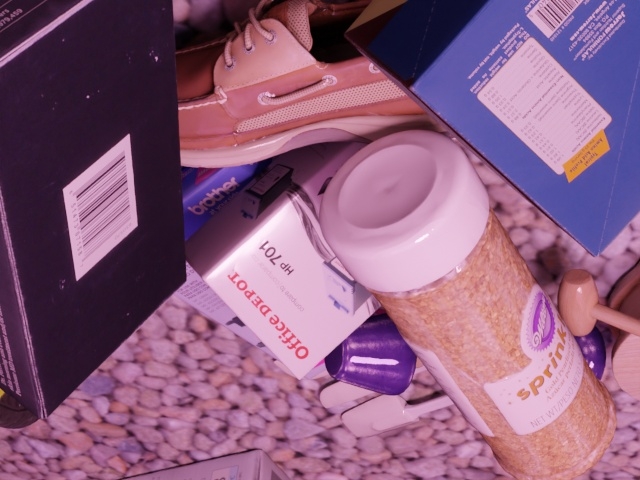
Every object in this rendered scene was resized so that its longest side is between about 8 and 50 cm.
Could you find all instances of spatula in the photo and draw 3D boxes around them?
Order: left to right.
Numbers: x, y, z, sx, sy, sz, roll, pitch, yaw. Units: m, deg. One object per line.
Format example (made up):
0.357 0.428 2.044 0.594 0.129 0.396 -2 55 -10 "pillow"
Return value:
0.094 0.136 1.360 0.242 0.019 0.168 -24 124 29 "spatula"

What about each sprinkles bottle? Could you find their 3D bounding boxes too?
0.130 0.066 1.050 0.121 0.121 0.355 -15 136 24 "sprinkles bottle"

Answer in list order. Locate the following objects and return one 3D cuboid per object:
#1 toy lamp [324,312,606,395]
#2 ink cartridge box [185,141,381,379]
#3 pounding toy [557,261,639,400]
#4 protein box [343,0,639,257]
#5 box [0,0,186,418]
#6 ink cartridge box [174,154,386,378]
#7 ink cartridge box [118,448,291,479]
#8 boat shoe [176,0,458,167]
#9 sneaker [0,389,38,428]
0.136 0.108 1.213 0.275 0.080 0.080 3 141 -22 "toy lamp"
0.000 0.000 1.095 0.191 0.082 0.139 -43 119 -3 "ink cartridge box"
0.345 0.100 1.175 0.269 0.155 0.154 4 134 4 "pounding toy"
0.168 -0.138 0.893 0.201 0.136 0.200 38 97 -30 "protein box"
-0.275 -0.097 0.943 0.312 0.179 0.343 29 142 20 "box"
-0.059 0.006 1.206 0.311 0.065 0.186 37 130 -26 "ink cartridge box"
-0.164 0.414 1.650 0.385 0.091 0.308 -17 132 24 "ink cartridge box"
-0.025 -0.139 1.005 0.324 0.123 0.116 -6 132 3 "boat shoe"
-0.409 0.057 1.286 0.147 0.145 0.385 10 153 48 "sneaker"
